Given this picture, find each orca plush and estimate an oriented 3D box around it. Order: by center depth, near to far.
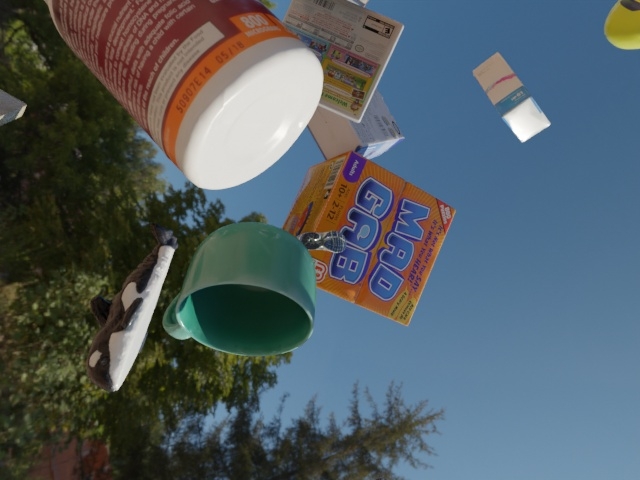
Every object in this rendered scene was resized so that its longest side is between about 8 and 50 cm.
[{"bbox_3d":[-0.342,0.100,0.711,0.151,0.102,0.287,132,-28,-71],"label":"orca plush"}]

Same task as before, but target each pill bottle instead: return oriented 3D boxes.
[{"bbox_3d":[-0.203,-0.278,0.558,0.392,0.224,0.224,47,-46,10],"label":"pill bottle"}]

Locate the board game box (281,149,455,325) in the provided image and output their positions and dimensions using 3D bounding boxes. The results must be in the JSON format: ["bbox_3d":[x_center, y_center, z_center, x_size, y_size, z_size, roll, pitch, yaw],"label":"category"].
[{"bbox_3d":[0.101,-0.007,1.250,0.356,0.357,0.356,-67,-161,-5],"label":"board game box"}]

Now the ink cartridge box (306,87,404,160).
[{"bbox_3d":[0.125,-0.418,1.438,0.151,0.396,0.269,-29,-91,39],"label":"ink cartridge box"}]

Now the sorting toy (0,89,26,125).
[{"bbox_3d":[-0.616,-0.201,0.578,0.089,0.256,0.257,-54,-156,18],"label":"sorting toy"}]

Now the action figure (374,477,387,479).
[{"bbox_3d":[0.154,0.362,0.473,0.141,0.164,0.276,53,-38,-6],"label":"action figure"}]

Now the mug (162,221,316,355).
[{"bbox_3d":[-0.082,0.043,0.423,0.129,0.158,0.097,98,-3,-46],"label":"mug"}]

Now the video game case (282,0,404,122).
[{"bbox_3d":[0.018,-0.352,0.778,0.023,0.213,0.193,-22,137,-85],"label":"video game case"}]

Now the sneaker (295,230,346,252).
[{"bbox_3d":[0.000,0.000,0.976,0.058,0.135,0.052,3,-94,56],"label":"sneaker"}]

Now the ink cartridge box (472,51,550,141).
[{"bbox_3d":[0.311,-0.236,0.682,0.052,0.089,0.122,-37,-131,30],"label":"ink cartridge box"}]

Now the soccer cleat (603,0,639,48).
[{"bbox_3d":[0.415,-0.233,0.423,0.121,0.094,0.289,-60,-157,3],"label":"soccer cleat"}]

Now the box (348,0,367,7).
[{"bbox_3d":[0.069,-0.532,0.665,0.215,0.168,0.345,-54,-168,20],"label":"box"}]
